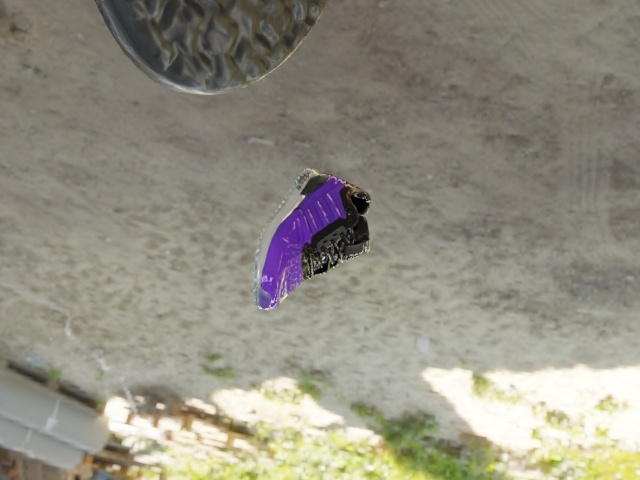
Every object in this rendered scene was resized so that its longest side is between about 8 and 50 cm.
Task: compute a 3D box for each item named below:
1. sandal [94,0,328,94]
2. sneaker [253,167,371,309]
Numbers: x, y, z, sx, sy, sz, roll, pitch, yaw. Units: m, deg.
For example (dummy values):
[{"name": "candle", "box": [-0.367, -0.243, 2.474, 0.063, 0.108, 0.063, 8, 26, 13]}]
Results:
[{"name": "sandal", "box": [-0.074, -0.291, 0.438, 0.167, 0.446, 0.107, -14, -168, -40]}, {"name": "sneaker", "box": [0.000, -0.001, 1.461, 0.146, 0.293, 0.102, 17, 136, 12]}]
